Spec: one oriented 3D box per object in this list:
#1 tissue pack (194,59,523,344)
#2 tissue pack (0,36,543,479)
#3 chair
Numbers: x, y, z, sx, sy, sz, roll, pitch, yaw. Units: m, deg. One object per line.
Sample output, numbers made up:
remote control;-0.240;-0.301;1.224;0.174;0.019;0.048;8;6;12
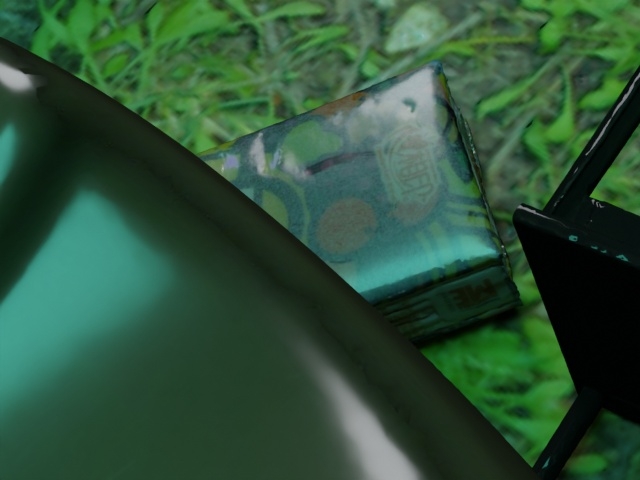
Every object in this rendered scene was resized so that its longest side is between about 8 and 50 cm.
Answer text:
tissue pack;0.000;0.000;0.724;0.148;0.060;0.109;-20;56;10
tissue pack;-0.044;0.148;0.474;0.267;0.277;0.387;-41;50;-5
chair;0.145;0.042;0.597;0.154;0.141;0.260;24;68;32
